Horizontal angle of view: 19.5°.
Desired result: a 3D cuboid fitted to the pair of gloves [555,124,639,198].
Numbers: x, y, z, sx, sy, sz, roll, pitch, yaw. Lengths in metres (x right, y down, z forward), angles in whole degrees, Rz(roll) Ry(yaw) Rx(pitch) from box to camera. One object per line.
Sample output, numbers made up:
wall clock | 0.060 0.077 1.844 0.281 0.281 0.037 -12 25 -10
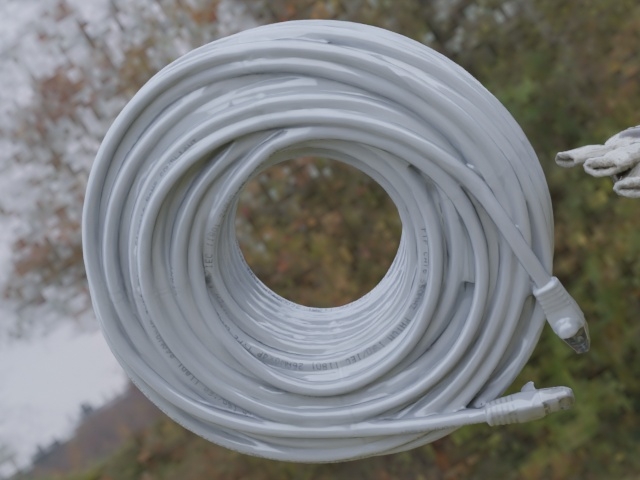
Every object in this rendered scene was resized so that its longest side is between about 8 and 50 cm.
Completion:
pair of gloves | 0.262 -0.052 0.925 0.204 0.042 0.240 -22 19 -33

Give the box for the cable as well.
cable | 0.000 0.000 1.024 0.257 0.257 0.089 -17 18 12
